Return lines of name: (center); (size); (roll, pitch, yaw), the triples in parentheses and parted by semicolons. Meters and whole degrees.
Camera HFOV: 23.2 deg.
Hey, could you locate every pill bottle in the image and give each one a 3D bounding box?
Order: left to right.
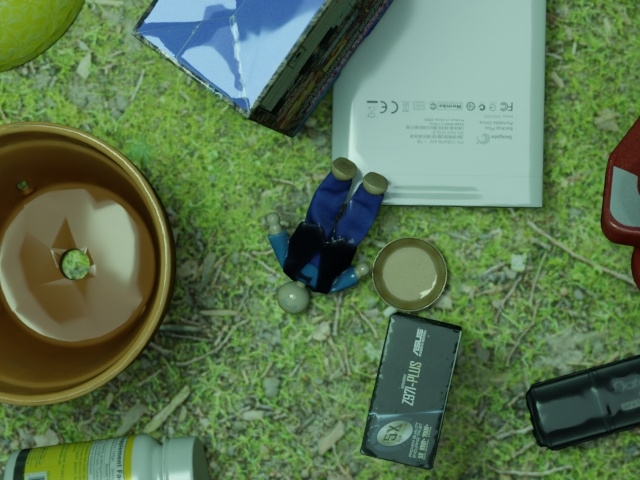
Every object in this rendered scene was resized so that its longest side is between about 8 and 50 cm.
pill bottle: (-0.232, 0.276, 1.709); (0.209, 0.119, 0.119); (-7, 88, 5)

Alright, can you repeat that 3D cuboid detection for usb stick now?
usb stick: (0.361, 0.159, 1.696); (0.278, 0.045, 0.077); (-17, 80, 5)

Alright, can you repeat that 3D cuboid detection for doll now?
doll: (0.000, 0.000, 1.707); (0.129, 0.046, 0.189); (25, 116, -4)

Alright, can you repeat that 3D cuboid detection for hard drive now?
hard drive: (0.131, -0.214, 1.724); (0.233, 0.047, 0.353); (1, 89, 6)

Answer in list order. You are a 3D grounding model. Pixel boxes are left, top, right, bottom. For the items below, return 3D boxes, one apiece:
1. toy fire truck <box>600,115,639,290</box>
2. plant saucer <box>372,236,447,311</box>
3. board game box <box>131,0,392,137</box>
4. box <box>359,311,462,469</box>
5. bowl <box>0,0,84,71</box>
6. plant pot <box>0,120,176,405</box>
toy fire truck: (0.455, -0.065, 1.651); (0.302, 0.169, 0.253); (8, 63, 7)
plant saucer: (0.099, 0.037, 1.736); (0.083, 0.015, 0.083); (0, 89, 5)
board game box: (-0.037, -0.244, 1.574); (0.141, 0.291, 0.232); (36, 94, 6)
box: (0.098, 0.155, 1.651); (0.078, 0.180, 0.147); (13, 90, 5)
bowl: (-0.407, -0.334, 1.721); (0.290, 0.156, 0.289); (0, 88, 5)
plant pot: (-0.285, 0.024, 1.678); (0.291, 0.203, 0.290); (0, 89, 6)
